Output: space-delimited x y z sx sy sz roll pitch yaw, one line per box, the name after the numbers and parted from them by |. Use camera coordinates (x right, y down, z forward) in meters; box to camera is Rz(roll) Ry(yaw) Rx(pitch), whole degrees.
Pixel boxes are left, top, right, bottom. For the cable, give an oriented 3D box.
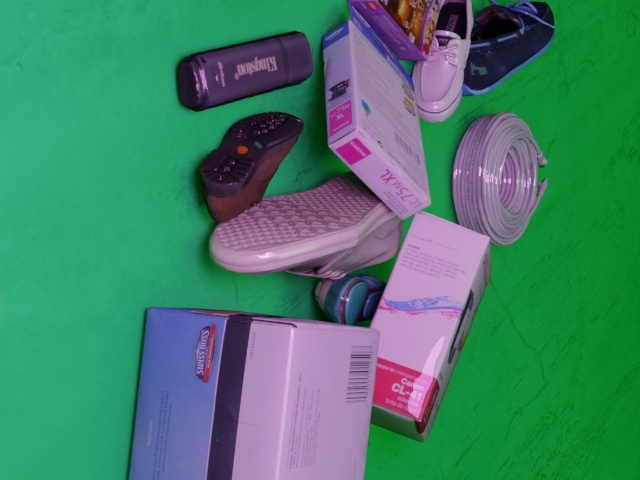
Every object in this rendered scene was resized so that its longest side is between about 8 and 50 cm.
0.335 -0.118 2.392 0.257 0.089 0.257 -62 141 -31 | cable

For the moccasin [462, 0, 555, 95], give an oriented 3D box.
0.340 -0.380 2.318 0.342 0.137 0.117 -47 128 -47 | moccasin

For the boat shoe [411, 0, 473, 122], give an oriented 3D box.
0.205 -0.322 2.136 0.084 0.095 0.258 83 16 -60 | boat shoe

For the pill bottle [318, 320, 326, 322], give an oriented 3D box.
-0.020 0.165 1.846 0.169 0.094 0.094 3 92 -59 | pill bottle

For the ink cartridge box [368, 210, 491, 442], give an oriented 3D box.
0.156 0.139 1.959 0.226 0.131 0.306 66 47 -71 | ink cartridge box

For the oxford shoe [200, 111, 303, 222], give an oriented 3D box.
-0.096 -0.103 1.718 0.227 0.082 0.096 -47 151 -44 | oxford shoe

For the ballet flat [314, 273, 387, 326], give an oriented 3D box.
0.038 0.088 1.928 0.247 0.087 0.083 7 102 -71 | ballet flat

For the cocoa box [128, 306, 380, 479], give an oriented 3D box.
-0.090 0.267 1.619 0.231 0.227 0.347 9 86 -59 | cocoa box

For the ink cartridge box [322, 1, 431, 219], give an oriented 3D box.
0.079 -0.197 1.870 0.186 0.065 0.311 43 31 -35 | ink cartridge box

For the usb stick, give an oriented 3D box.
-0.096 -0.232 1.712 0.278 0.045 0.077 -25 116 -54 | usb stick

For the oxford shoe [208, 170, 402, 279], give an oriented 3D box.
0.000 0.000 1.807 0.449 0.169 0.130 -22 127 -58 | oxford shoe

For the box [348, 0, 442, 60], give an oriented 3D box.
0.145 -0.469 2.059 0.201 0.057 0.293 37 63 -55 | box
